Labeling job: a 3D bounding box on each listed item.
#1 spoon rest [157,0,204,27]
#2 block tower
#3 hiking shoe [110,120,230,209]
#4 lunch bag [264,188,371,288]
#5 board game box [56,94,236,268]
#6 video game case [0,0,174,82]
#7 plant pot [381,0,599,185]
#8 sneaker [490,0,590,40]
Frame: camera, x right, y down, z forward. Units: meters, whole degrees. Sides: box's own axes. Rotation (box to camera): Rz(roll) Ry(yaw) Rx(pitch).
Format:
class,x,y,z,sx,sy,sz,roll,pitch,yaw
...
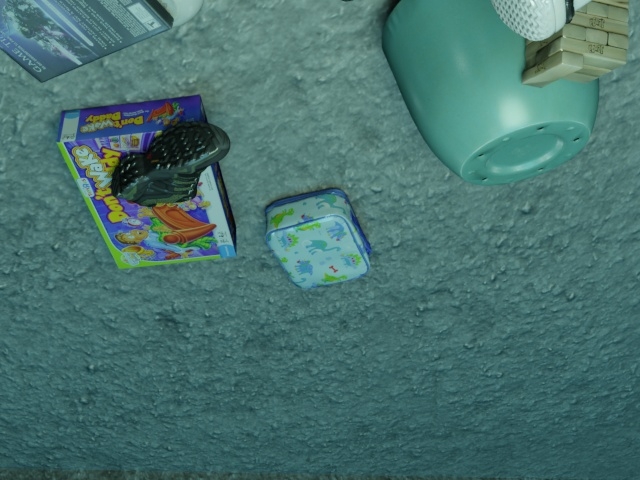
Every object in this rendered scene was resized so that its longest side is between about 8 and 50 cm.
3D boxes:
class,x,y,z,sx,sy,sz,roll,pitch,yaw
spoon rest,-0.204,-0.386,1.063,0.137,0.084,0.276,14,151,-21
block tower,0.314,-0.356,0.962,0.097,0.336,0.091,7,173,-15
hiking shoe,-0.225,-0.117,1.269,0.226,0.086,0.114,-20,153,26
lunch bag,0.000,0.000,1.545,0.176,0.090,0.219,-15,141,13
board game box,-0.293,-0.092,1.407,0.233,0.078,0.347,-6,142,2
video game case,-0.370,-0.326,1.097,0.274,0.026,0.196,-11,144,31
plant pot,0.257,-0.220,1.116,0.292,0.235,0.293,-12,159,-5
sneaker,0.234,-0.393,0.865,0.210,0.366,0.137,-26,150,2
